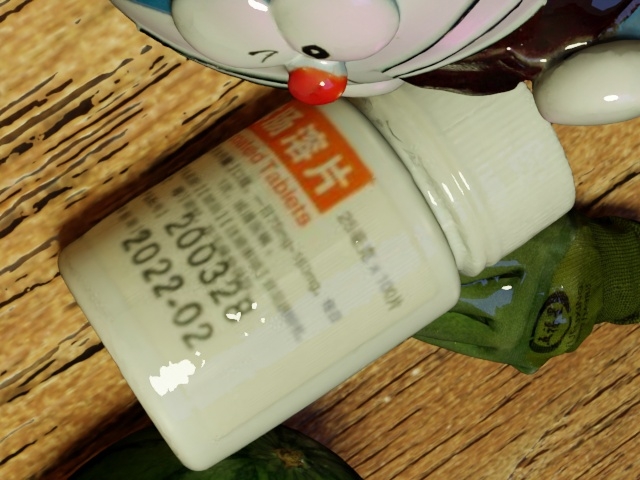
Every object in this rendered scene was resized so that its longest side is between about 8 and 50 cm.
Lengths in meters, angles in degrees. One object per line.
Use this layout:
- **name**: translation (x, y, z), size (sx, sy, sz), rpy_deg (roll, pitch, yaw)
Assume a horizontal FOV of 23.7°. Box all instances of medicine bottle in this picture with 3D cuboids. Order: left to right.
- **medicine bottle**: translation (0.000, 0.000, 0.805), size (0.252, 0.144, 0.144), rpy_deg (-30, 141, -7)

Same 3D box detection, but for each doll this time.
- **doll**: translation (0.018, -0.163, 0.597), size (0.310, 0.284, 0.240), rpy_deg (6, 80, -59)

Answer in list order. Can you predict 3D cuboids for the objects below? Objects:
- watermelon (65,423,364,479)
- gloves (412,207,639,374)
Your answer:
- **watermelon**: translation (-0.065, 0.222, 0.897), size (0.242, 0.242, 0.242), rpy_deg (-22, 139, -21)
- **gloves**: translation (0.124, 0.020, 0.964), size (0.268, 0.107, 0.135), rpy_deg (-1, 97, -36)
